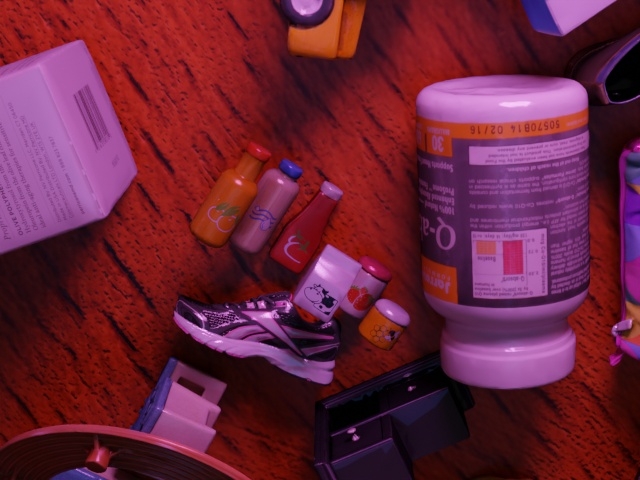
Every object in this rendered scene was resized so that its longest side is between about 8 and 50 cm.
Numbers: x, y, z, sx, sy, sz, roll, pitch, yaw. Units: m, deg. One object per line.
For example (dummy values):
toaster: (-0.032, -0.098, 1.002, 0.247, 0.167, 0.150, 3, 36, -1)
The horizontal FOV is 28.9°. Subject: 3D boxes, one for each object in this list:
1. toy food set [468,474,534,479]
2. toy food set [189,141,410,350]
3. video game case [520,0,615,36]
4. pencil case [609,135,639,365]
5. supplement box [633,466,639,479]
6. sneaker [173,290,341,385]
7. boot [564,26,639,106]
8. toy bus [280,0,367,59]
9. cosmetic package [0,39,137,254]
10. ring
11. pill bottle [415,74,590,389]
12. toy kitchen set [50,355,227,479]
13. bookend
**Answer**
toy food set: (0.222, 0.351, 1.323, 0.128, 0.071, 0.218, -36, 102, 10)
toy food set: (0.000, 0.000, 1.210, 0.232, 0.111, 0.104, 32, 103, -5)
video game case: (0.243, -0.358, 1.082, 0.244, 0.061, 0.269, -35, 114, -8)
pencil case: (0.338, 0.012, 1.219, 0.104, 0.104, 0.236, -1, 104, 1)
supplement box: (0.374, 0.297, 1.227, 0.129, 0.191, 0.194, 22, 99, 7)
sneaker: (-0.061, 0.082, 1.265, 0.178, 0.072, 0.077, 20, 93, -13)
boot: (0.341, -0.182, 1.160, 0.219, 0.106, 0.082, -29, 103, 8)
toy bus: (0.040, -0.331, 1.124, 0.130, 0.108, 0.332, 6, 105, -3)
cosmetic package: (-0.379, -0.052, 1.158, 0.365, 0.197, 0.155, -19, 105, 7)
ring: (-0.179, 0.296, 1.243, 0.337, 0.032, 0.336, 10, 138, 9)
pill bottle: (0.175, -0.011, 1.180, 0.162, 0.162, 0.278, -3, 104, 1)
toy kitchen set: (-0.196, 0.221, 1.243, 0.122, 0.166, 0.207, 26, 103, -6)
bookend: (0.077, 0.192, 1.238, 0.156, 0.157, 0.072, -23, 104, 7)
